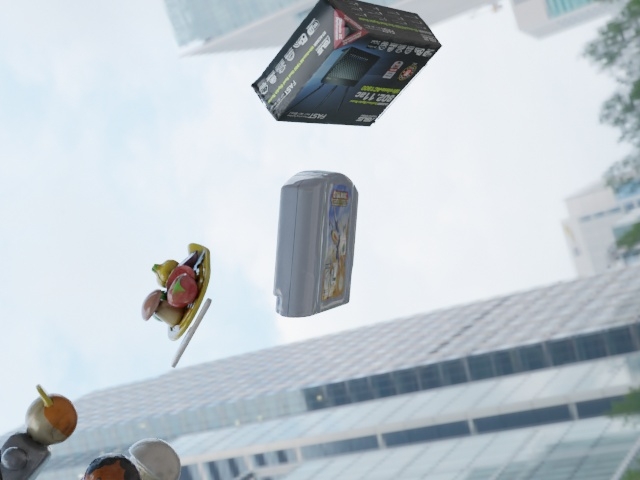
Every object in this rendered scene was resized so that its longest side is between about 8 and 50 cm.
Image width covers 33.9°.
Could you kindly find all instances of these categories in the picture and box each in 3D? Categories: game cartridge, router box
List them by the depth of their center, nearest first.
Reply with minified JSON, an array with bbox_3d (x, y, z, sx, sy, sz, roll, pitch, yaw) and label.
[{"bbox_3d":[0.021,-0.130,0.780,0.122,0.092,0.038,-4,-125,-51],"label":"router box"},{"bbox_3d":[0.000,0.000,1.483,0.297,0.062,0.198,-5,-76,-76],"label":"game cartridge"}]

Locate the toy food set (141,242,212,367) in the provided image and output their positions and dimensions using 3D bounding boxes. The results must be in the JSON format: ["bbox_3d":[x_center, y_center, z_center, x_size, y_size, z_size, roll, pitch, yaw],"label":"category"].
[{"bbox_3d":[-0.220,0.075,1.560,0.071,0.128,0.218,26,-161,-19],"label":"toy food set"}]

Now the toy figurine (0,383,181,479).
[{"bbox_3d":[-0.195,0.247,0.967,0.148,0.213,0.209,-53,-53,-7],"label":"toy figurine"}]
